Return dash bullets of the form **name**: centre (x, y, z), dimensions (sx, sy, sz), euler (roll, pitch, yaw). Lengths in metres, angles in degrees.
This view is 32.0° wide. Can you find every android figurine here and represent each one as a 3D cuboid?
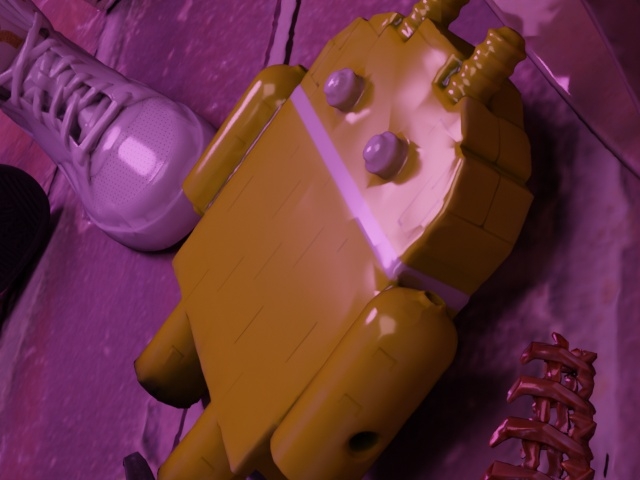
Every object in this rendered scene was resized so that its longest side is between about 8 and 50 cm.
- **android figurine**: centre (0.000, 0.000, 0.534), dimensions (0.273, 0.056, 0.248), euler (-53, 33, 22)

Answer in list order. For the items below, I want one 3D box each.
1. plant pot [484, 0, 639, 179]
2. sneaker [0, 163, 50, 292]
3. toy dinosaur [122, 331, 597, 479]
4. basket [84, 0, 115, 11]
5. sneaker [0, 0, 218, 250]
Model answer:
- **plant pot**: centre (0.149, -0.238, 0.384), dimensions (0.305, 0.334, 0.334), euler (-35, 38, 9)
- **sneaker**: centre (-0.349, 0.052, 0.899), dimensions (0.295, 0.124, 0.178), euler (-41, 13, -15)
- **toy dinosaur**: centre (-0.001, 0.186, 0.369), dimensions (0.218, 0.164, 0.322), euler (29, 69, 38)
- **basket**: centre (-0.208, -0.307, 1.026), dimensions (0.113, 0.103, 0.167), euler (-40, 38, 23)
- **sneaker**: centre (-0.186, -0.096, 0.769), dimensions (0.108, 0.169, 0.292), euler (-55, 35, -2)
